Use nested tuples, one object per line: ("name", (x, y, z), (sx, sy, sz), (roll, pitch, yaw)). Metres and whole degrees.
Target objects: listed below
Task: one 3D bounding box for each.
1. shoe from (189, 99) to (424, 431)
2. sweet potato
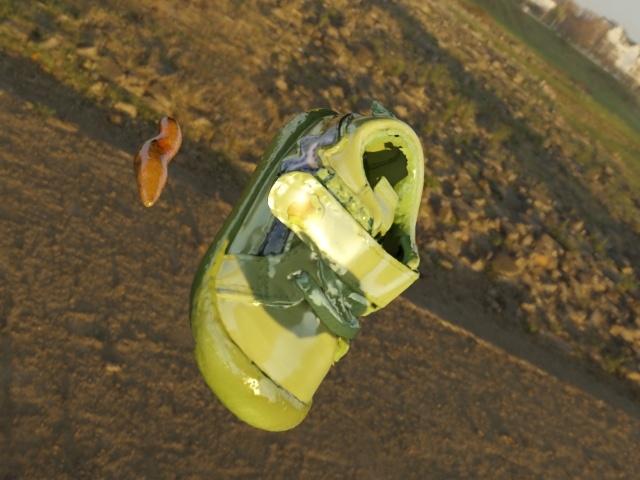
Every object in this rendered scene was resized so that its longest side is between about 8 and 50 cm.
("shoe", (-0.006, 0.001, 0.529), (0.140, 0.128, 0.262), (38, 53, -27))
("sweet potato", (-0.258, -0.129, 1.141), (0.058, 0.055, 0.202), (36, 41, -31))
